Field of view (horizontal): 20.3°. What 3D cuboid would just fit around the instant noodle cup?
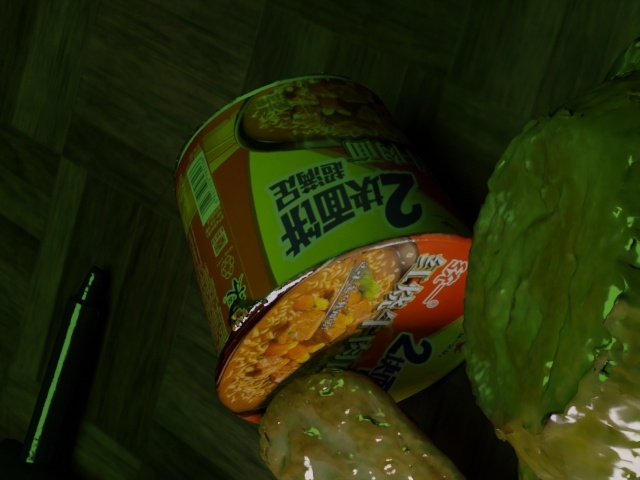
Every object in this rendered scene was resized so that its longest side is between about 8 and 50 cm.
[{"bbox_3d":[0.000,0.000,1.222,0.213,0.213,0.174,-49,50,33],"label":"instant noodle cup"}]

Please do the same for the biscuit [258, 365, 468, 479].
[{"bbox_3d":[0.059,0.187,1.188,0.247,0.029,0.118,46,122,-5],"label":"biscuit"}]

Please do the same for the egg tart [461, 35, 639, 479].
[{"bbox_3d":[0.173,0.026,1.021,0.341,0.132,0.341,-170,90,-70],"label":"egg tart"}]

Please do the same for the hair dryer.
[{"bbox_3d":[-0.215,0.145,1.532,0.114,0.070,0.248,28,100,42],"label":"hair dryer"}]
